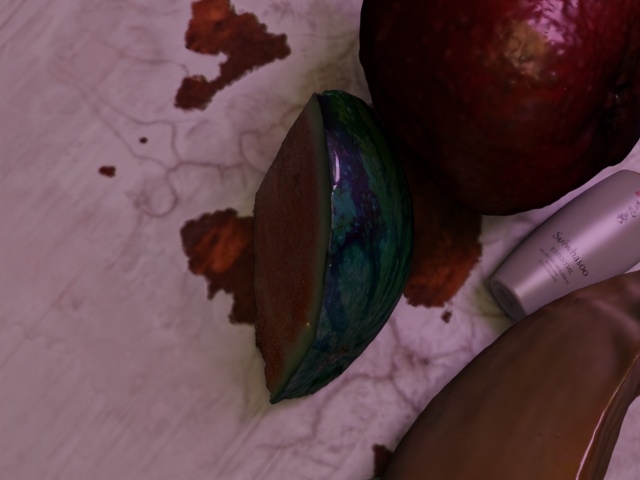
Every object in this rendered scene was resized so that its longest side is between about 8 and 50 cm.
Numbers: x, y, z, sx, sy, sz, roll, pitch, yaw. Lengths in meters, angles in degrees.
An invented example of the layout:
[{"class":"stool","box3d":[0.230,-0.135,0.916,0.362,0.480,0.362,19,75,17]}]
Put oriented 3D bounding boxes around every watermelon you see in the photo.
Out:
[{"class":"watermelon","box3d":[0.019,-0.004,0.634,0.128,0.146,0.231,0,74,-7]}]

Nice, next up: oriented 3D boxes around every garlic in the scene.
[{"class":"garlic","box3d":[0.170,0.142,0.600,0.151,0.196,0.338,44,67,-9]}]

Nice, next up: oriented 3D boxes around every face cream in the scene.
[{"class":"face cream","box3d":[0.220,-0.001,0.706,0.182,0.051,0.072,-32,78,-14]}]

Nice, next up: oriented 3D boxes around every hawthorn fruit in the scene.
[{"class":"hawthorn fruit","box3d":[0.120,-0.154,0.657,0.210,0.230,0.266,-49,61,12]}]

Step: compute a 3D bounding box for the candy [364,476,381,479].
[{"class":"candy","box3d":[-0.109,0.208,0.615,0.336,0.093,0.092,-9,121,-18]}]
